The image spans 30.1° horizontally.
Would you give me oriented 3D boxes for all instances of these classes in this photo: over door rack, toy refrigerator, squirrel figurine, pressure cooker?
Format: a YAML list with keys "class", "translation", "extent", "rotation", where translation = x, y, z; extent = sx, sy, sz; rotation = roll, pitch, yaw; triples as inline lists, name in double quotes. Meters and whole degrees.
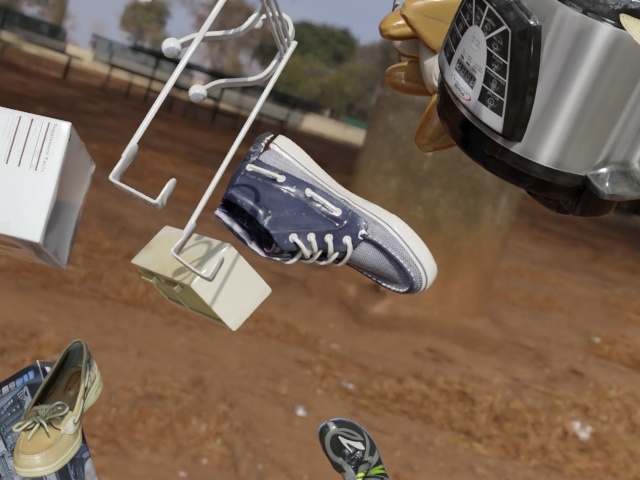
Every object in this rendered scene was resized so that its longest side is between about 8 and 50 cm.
- class: "over door rack"
  translation: [-0.128, -0.151, 1.225]
  extent: [0.108, 0.324, 0.239]
  rotation: [14, -16, 13]
- class: "toy refrigerator"
  translation: [-0.189, 0.056, 1.812]
  extent: [0.102, 0.094, 0.269]
  rotation: [49, -15, -24]
- class: "squirrel figurine"
  translation: [0.304, -0.387, 2.259]
  extent: [0.397, 0.281, 0.370]
  rotation: [-16, 21, 1]
- class: "pressure cooker"
  translation: [0.373, -0.256, 1.754]
  extent: [0.375, 0.420, 0.370]
  rotation: [26, 41, 7]

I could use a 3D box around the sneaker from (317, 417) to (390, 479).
- class: "sneaker"
  translation: [0.062, 0.319, 1.586]
  extent: [0.188, 0.067, 0.078]
  rotation: [60, -2, 0]

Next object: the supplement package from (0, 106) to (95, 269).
- class: "supplement package"
  translation: [-0.401, -0.070, 1.440]
  extent: [0.203, 0.149, 0.194]
  rotation: [13, -12, 1]

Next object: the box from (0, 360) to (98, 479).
- class: "box"
  translation: [-0.585, 0.400, 2.237]
  extent: [0.307, 0.242, 0.076]
  rotation: [-29, -21, 21]

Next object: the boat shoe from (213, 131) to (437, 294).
- class: "boat shoe"
  translation: [0.000, 0.000, 1.744]
  extent: [0.340, 0.158, 0.127]
  rotation: [36, -39, 4]

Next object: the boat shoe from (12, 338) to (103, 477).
- class: "boat shoe"
  translation: [-0.432, 0.272, 1.929]
  extent: [0.104, 0.089, 0.285]
  rotation: [-2, 29, 6]

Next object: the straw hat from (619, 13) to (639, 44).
- class: "straw hat"
  translation: [0.396, -0.227, 1.297]
  extent: [0.144, 0.061, 0.144]
  rotation: [31, 27, -17]
